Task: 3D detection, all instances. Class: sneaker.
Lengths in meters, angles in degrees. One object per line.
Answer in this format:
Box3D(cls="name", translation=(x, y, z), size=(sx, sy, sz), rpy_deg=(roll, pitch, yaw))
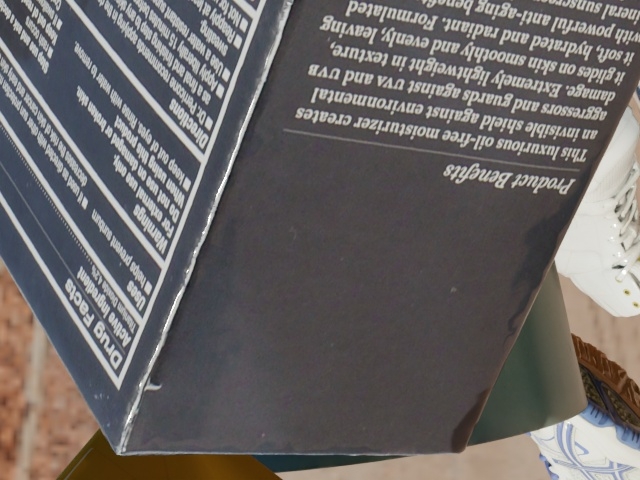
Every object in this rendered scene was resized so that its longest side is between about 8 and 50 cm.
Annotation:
Box3D(cls="sneaker", translation=(0.292, -0.024, 1.767), size=(0.108, 0.169, 0.292), rpy_deg=(-50, -7, -20))
Box3D(cls="sneaker", translation=(0.205, 0.170, 1.358), size=(0.131, 0.296, 0.112), rpy_deg=(-51, 11, 24))

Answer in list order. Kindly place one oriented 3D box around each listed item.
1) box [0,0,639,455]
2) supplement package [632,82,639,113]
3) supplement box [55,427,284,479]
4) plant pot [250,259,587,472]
Box3D(cls="box", translation=(-0.021, -0.111, 0.778), size=(0.296, 0.183, 0.294), rpy_deg=(51, 126, 46))
Box3D(cls="supplement package", translation=(0.347, -0.149, 1.612), size=(0.204, 0.145, 0.262), rpy_deg=(58, -171, -28))
Box3D(cls="supplement box", translation=(-0.065, 0.201, 0.811), size=(0.129, 0.191, 0.194), rpy_deg=(-51, -3, -39))
Box3D(cls="plant pot", translation=(0.000, 0.000, 1.105), size=(0.293, 0.293, 0.235), rpy_deg=(-7, 91, 63))
